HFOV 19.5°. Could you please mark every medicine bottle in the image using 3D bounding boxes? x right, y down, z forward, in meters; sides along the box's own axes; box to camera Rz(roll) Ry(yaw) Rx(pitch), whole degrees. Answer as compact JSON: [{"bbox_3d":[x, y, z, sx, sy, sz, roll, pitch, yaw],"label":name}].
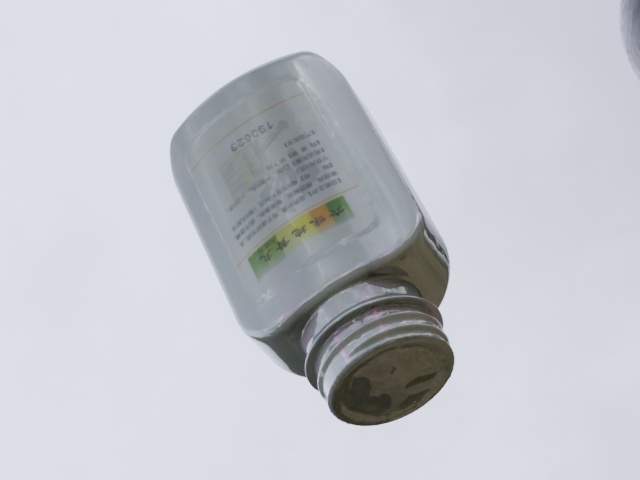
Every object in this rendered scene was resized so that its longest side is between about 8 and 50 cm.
[{"bbox_3d":[0.000,0.000,1.559,0.179,0.324,0.124,-32,-40,5],"label":"medicine bottle"}]

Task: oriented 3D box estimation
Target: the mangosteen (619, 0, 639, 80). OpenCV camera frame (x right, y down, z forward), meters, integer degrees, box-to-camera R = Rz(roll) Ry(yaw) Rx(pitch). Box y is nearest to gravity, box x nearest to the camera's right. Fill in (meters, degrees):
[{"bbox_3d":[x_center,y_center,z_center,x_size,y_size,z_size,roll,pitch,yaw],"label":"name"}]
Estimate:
[{"bbox_3d":[0.474,-0.209,1.932,0.306,0.306,0.359,-25,-82,-29],"label":"mangosteen"}]
